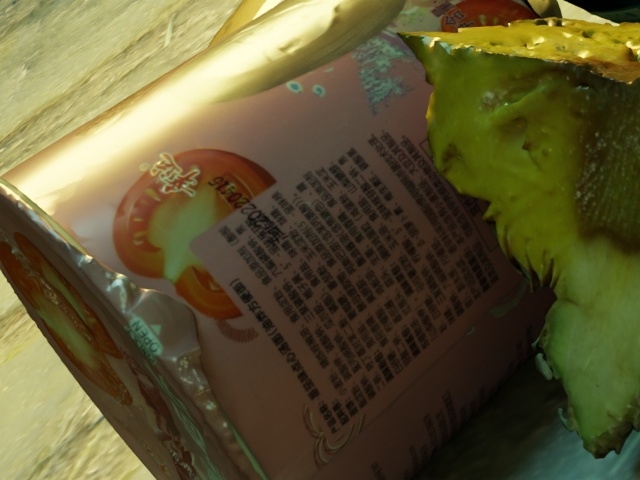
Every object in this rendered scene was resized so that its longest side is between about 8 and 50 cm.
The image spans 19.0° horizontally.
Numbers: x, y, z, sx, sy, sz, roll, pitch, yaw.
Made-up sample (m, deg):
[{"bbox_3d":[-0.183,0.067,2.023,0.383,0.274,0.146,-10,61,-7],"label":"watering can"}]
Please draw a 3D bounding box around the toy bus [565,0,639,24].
[{"bbox_3d":[0.201,-0.245,1.067,0.256,0.147,0.128,-62,17,-8],"label":"toy bus"}]

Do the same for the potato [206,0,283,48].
[{"bbox_3d":[-0.019,-0.099,1.284,0.161,0.128,0.235,-41,16,54],"label":"potato"}]

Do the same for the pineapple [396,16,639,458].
[{"bbox_3d":[0.164,0.002,0.741,0.249,0.164,0.139,15,25,42],"label":"pineapple"}]

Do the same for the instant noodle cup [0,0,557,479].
[{"bbox_3d":[0.000,0.000,0.865,0.231,0.243,0.243,-39,18,-15],"label":"instant noodle cup"}]

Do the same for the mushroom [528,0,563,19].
[{"bbox_3d":[0.082,-0.084,1.090,0.108,0.096,0.247,-4,37,21],"label":"mushroom"}]
